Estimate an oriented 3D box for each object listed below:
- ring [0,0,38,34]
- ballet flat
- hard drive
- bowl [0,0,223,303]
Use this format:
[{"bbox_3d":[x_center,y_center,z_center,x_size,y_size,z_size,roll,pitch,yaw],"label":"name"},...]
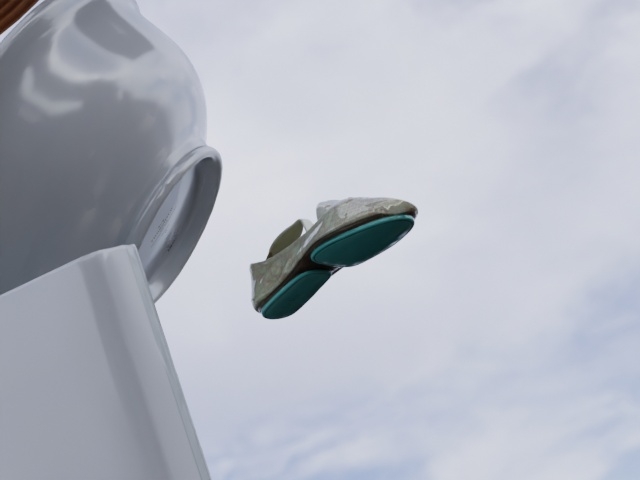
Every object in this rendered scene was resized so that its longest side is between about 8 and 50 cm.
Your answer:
[{"bbox_3d":[-0.259,-0.216,0.760,0.337,0.032,0.336,-33,-29,-21],"label":"ring"},{"bbox_3d":[0.000,0.000,0.893,0.057,0.052,0.168,9,-33,-41],"label":"ballet flat"},{"bbox_3d":[-0.133,0.176,0.764,0.203,0.307,0.040,-22,-5,43],"label":"hard drive"},{"bbox_3d":[-0.166,-0.034,0.955,0.298,0.134,0.298,-58,-11,-18],"label":"bowl"}]
